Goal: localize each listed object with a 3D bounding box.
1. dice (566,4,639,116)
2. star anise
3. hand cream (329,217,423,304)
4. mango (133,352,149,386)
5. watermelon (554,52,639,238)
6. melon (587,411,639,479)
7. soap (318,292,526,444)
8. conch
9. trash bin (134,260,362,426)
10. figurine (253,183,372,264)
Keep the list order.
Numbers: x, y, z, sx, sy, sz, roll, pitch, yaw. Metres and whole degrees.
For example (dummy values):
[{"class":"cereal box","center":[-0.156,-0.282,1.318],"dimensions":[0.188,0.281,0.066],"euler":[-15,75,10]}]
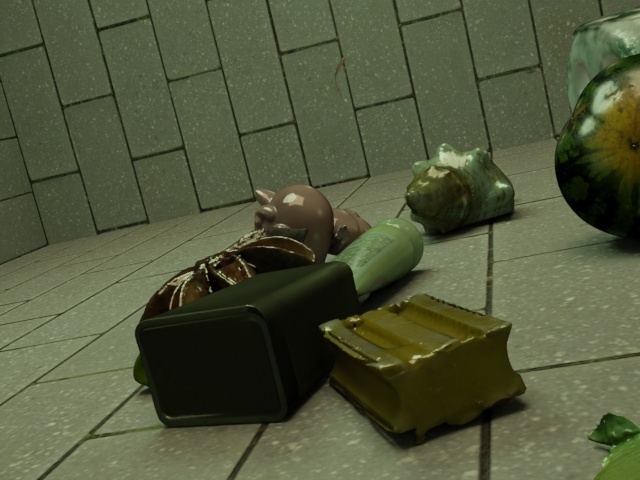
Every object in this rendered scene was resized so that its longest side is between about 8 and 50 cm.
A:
[{"class":"dice","center":[0.683,-0.289,1.611],"dimensions":[0.328,0.348,0.330],"euler":[-16,8,-5]},{"class":"star anise","center":[-0.142,0.070,1.289],"dimensions":[0.315,0.108,0.315],"euler":[-29,5,3]},{"class":"hand cream","center":[0.058,0.043,1.265],"dimensions":[0.147,0.093,0.306],"euler":[-19,5,35]},{"class":"mango","center":[-0.162,0.135,1.084],"dimensions":[0.165,0.074,0.091],"euler":[-37,-10,-23]},{"class":"watermelon","center":[0.469,-0.132,1.213],"dimensions":[0.269,0.269,0.269],"euler":[-13,9,2]},{"class":"melon","center":[0.196,0.166,0.513],"dimensions":[0.114,0.053,0.262],"euler":[-30,1,13]},{"class":"soap","center":[0.090,0.114,0.831],"dimensions":[0.135,0.076,0.233],"euler":[-16,8,-13]},{"class":"conch","center":[0.292,-0.110,1.678],"dimensions":[0.203,0.169,0.386],"euler":[28,37,37]},{"class":"trash bin","center":[-0.069,0.108,0.973],"dimensions":[0.164,0.122,0.240],"euler":[-10,8,25]},{"class":"figurine","center":[0.000,0.000,1.558],"dimensions":[0.287,0.186,0.176],"euler":[5,34,-42]}]
